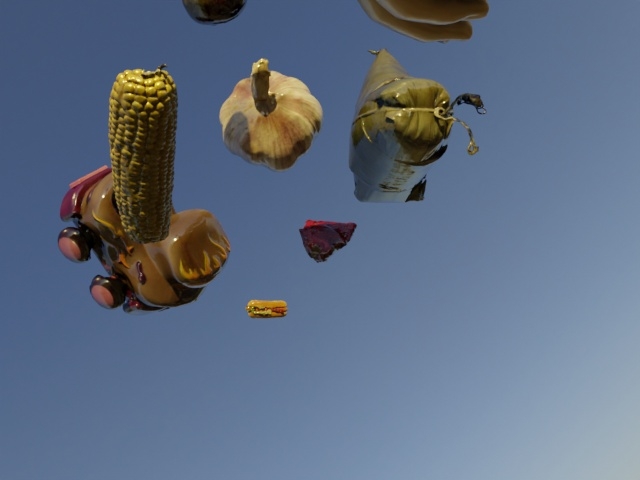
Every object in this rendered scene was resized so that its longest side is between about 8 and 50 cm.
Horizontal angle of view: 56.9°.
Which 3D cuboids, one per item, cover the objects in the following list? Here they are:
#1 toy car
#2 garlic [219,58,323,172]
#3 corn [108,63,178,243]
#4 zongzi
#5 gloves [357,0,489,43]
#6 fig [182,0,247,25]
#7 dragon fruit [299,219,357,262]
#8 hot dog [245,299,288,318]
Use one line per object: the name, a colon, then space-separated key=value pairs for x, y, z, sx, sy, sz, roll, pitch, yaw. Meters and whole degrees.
toy car: x=-0.350 y=-0.014 z=1.229 sx=0.340 sy=0.241 sz=0.271 roll=59 pitch=-145 yaw=-15
garlic: x=-0.117 y=-0.308 z=1.349 sx=0.245 sy=0.245 sz=0.253 roll=-34 pitch=-23 yaw=-14
corn: x=-0.275 y=-0.132 z=0.914 sx=0.102 sy=0.101 sz=0.310 roll=-14 pitch=-46 yaw=-33
zongzi: x=0.161 y=-0.300 z=1.146 sx=0.182 sy=0.417 sz=0.447 roll=2 pitch=-15 yaw=-7
gloves: x=0.081 y=-0.274 z=0.500 sx=0.301 sy=0.153 sz=0.197 roll=56 pitch=-129 yaw=-66
fig: x=-0.174 y=-0.424 z=0.937 sx=0.109 sy=0.103 sz=0.154 roll=-47 pitch=-48 yaw=-44
dragon fruit: x=-0.002 y=-0.003 z=0.973 sx=0.097 sy=0.063 sz=0.131 roll=-37 pitch=8 yaw=24
hot dog: x=-0.102 y=0.132 z=1.136 sx=0.083 sy=0.021 sz=0.037 roll=-1 pitch=-95 yaw=-20
